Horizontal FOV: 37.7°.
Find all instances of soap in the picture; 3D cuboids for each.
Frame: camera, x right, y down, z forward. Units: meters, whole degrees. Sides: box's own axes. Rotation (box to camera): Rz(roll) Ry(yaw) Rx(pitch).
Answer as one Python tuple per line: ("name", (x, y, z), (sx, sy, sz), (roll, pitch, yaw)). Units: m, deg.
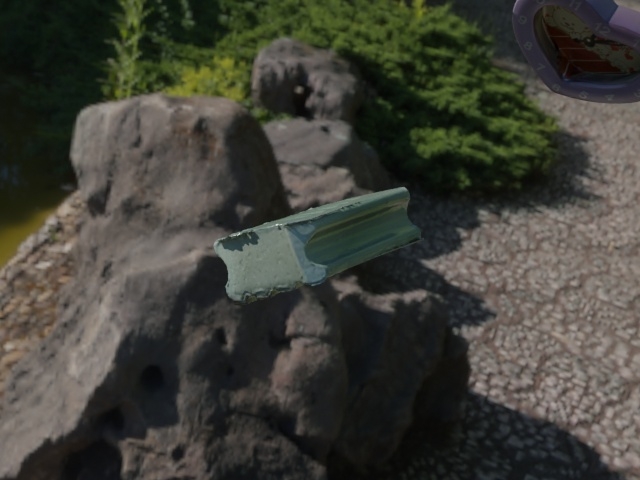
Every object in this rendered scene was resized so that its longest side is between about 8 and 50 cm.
("soap", (0.000, 0.000, 1.194), (0.150, 0.094, 0.261), (-18, 0, 36))

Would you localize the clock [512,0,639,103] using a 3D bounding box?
("clock", (0.324, -0.240, 1.129), (0.198, 0.172, 0.064), (34, 69, 5))
